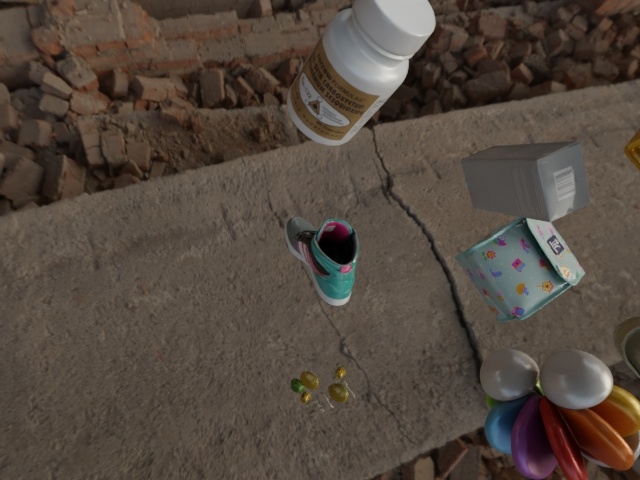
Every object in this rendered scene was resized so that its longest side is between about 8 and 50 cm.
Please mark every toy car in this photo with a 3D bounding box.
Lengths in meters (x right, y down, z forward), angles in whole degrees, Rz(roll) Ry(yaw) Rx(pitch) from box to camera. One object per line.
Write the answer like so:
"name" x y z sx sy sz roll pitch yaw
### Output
"toy car" 0.284 0.228 0.508 0.159 0.182 0.136 53 53 -16

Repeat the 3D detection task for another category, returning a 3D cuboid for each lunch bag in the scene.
"lunch bag" 0.537 0.057 1.087 0.262 0.160 0.224 -29 79 -6

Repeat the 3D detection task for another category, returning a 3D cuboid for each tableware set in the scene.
"tableware set" 0.002 0.334 0.942 0.104 0.154 0.024 53 31 1

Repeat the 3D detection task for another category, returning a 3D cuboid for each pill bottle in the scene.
"pill bottle" 0.051 -0.251 0.598 0.131 0.229 0.131 11 65 -24

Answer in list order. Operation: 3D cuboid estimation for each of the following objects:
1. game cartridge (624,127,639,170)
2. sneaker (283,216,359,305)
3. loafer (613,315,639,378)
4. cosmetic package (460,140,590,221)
"game cartridge" 0.712 -0.140 0.751 0.323 0.052 0.285 -38 87 -30
"sneaker" 0.000 0.000 1.036 0.123 0.179 0.296 -14 51 -29
"loafer" 0.527 0.208 0.546 0.102 0.092 0.268 -50 60 14
"cosmetic package" 0.406 -0.125 0.846 0.107 0.238 0.127 -23 108 -7
